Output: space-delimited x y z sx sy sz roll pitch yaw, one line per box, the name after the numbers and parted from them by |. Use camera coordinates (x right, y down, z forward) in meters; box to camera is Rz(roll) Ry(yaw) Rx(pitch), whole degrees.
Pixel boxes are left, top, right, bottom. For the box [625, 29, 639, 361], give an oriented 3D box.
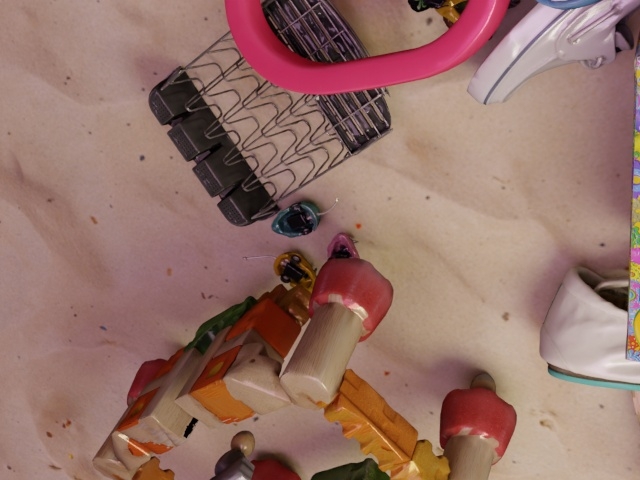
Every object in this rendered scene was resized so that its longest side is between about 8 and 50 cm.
0.390 -0.048 0.691 0.279 0.177 0.289 6 130 23 | box

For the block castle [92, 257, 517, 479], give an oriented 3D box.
-0.032 0.216 1.068 0.303 0.212 0.453 45 133 -16 | block castle

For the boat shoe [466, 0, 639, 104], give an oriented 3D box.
0.240 -0.194 0.793 0.084 0.095 0.258 50 127 4 | boat shoe

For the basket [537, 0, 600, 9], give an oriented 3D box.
0.247 -0.336 0.647 0.255 0.201 0.288 -13 93 31 | basket

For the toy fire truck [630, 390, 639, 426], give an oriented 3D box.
0.382 0.261 0.880 0.246 0.217 0.158 33 96 17 | toy fire truck

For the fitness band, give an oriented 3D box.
0.034 -0.243 0.825 0.291 0.054 0.209 -4 106 32 | fitness band

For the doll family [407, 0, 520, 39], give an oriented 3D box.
0.109 -0.272 0.843 0.111 0.076 0.193 -23 96 39 | doll family

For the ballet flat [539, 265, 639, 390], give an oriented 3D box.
0.406 0.096 0.838 0.400 0.139 0.139 8 117 25 | ballet flat

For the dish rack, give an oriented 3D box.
-0.052 -0.147 0.989 0.272 0.074 0.208 -30 98 33 | dish rack

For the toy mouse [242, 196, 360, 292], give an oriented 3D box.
0.000 0.000 1.053 0.161 0.031 0.143 30 124 12 | toy mouse
